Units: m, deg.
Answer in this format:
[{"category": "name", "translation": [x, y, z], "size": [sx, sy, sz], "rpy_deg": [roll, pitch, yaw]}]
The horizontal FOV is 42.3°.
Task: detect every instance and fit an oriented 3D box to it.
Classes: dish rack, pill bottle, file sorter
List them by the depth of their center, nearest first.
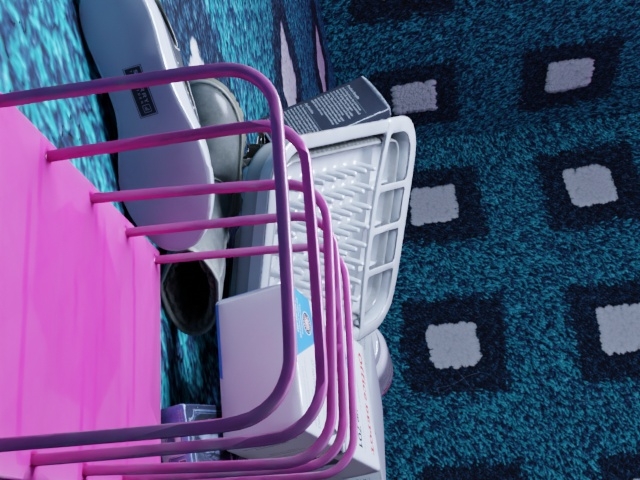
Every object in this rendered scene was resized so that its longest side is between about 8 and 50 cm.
[{"category": "file sorter", "translation": [-0.079, 0.048, 0.523], "size": [0.291, 0.182, 0.202], "rpy_deg": [68, 17, -69]}, {"category": "dish rack", "translation": [0.000, 0.000, 0.959], "size": [0.332, 0.072, 0.286], "rpy_deg": [-22, 124, -58]}, {"category": "pill bottle", "translation": [0.071, 0.260, 1.798], "size": [0.283, 0.160, 0.161], "rpy_deg": [69, 16, -68]}]

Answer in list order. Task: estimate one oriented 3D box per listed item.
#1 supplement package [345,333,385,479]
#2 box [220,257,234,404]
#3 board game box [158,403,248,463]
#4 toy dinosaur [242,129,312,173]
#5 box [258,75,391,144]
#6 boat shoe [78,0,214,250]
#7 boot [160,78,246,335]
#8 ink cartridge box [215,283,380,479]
[{"category": "supplement package", "translation": [0.035, 0.324, 1.467], "size": [0.262, 0.145, 0.204], "rpy_deg": [-85, 167, -59]}, {"category": "box", "translation": [-0.074, 0.155, 1.052], "size": [0.183, 0.056, 0.231], "rpy_deg": [77, 9, -46]}, {"category": "board game box", "translation": [-0.074, 0.264, 0.699], "size": [0.165, 0.042, 0.243], "rpy_deg": [29, 46, -66]}, {"category": "toy dinosaur", "translation": [-0.054, -0.036, 1.209], "size": [0.322, 0.164, 0.219], "rpy_deg": [38, -47, 42]}, {"category": "box", "translation": [0.017, -0.163, 1.424], "size": [0.153, 0.207, 0.108], "rpy_deg": [78, -15, -48]}, {"category": "boat shoe", "translation": [-0.137, -0.107, 0.686], "size": [0.076, 0.080, 0.229], "rpy_deg": [-77, 152, -68]}, {"category": "boot", "translation": [-0.120, -0.040, 0.812], "size": [0.208, 0.076, 0.190], "rpy_deg": [-74, 158, -58]}, {"category": "ink cartridge box", "translation": [-0.018, 0.143, 0.783], "size": [0.190, 0.082, 0.140], "rpy_deg": [44, 33, -55]}]
